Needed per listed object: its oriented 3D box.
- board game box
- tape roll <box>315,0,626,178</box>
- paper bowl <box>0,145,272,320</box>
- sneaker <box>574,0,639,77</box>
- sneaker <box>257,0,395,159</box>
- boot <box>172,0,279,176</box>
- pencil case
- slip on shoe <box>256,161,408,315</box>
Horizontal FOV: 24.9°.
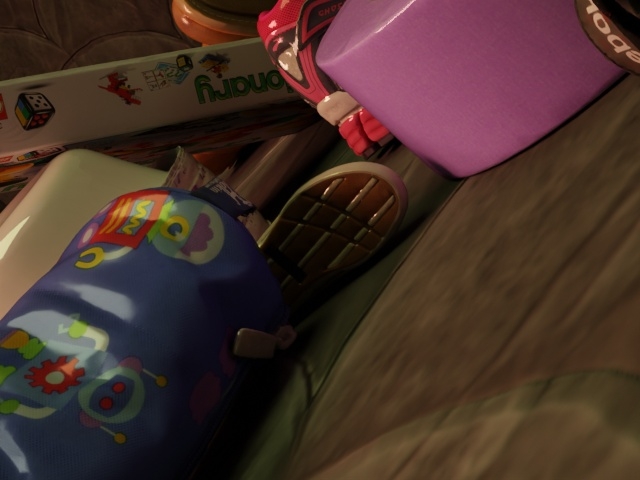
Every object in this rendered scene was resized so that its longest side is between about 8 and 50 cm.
[{"bbox_3d":[-0.126,-0.095,1.083,0.305,0.053,0.193,-13,-3,-22],"label":"board game box"},{"bbox_3d":[0.121,-0.161,0.722,0.275,0.090,0.275,-47,11,12],"label":"tape roll"},{"bbox_3d":[-0.174,0.053,0.967,0.284,0.148,0.284,-46,13,14],"label":"paper bowl"},{"bbox_3d":[0.129,-0.077,0.400,0.135,0.098,0.276,-42,11,30],"label":"sneaker"},{"bbox_3d":[0.074,-0.190,0.931,0.121,0.112,0.299,-35,17,52],"label":"sneaker"},{"bbox_3d":[-0.088,-0.148,1.287,0.220,0.109,0.283,-50,-6,25],"label":"boot"},{"bbox_3d":[-0.115,0.103,0.667,0.306,0.133,0.119,-59,-30,-43],"label":"pencil case"},{"bbox_3d":[0.000,0.000,0.755,0.135,0.051,0.041,-47,-2,38],"label":"slip on shoe"}]
